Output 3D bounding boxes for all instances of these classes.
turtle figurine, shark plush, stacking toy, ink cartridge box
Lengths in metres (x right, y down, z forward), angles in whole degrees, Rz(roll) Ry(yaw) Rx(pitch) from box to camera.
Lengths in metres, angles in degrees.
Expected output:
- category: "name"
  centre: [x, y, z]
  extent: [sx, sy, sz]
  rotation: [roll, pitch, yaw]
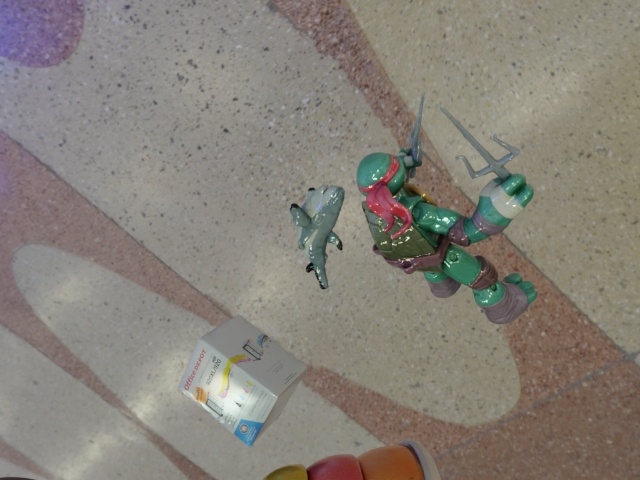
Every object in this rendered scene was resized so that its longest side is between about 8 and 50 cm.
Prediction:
- category: "turtle figurine"
  centre: [0.096, -0.022, 0.435]
  extent: [0.118, 0.175, 0.234]
  rotation: [-39, 126, 2]
- category: "shark plush"
  centre: [0.000, 0.000, 0.695]
  extent: [0.067, 0.073, 0.161]
  rotation: [9, 107, 19]
- category: "stacking toy"
  centre: [-0.025, 0.542, 0.964]
  extent: [0.479, 0.351, 0.351]
  rotation: [11, 123, -6]
- category: "ink cartridge box"
  centre: [-0.189, 0.334, 1.220]
  extent: [0.232, 0.168, 0.171]
  rotation: [33, 112, 14]

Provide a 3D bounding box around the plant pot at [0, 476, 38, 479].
- category: "plant pot"
  centre: [-0.516, 0.542, 0.756]
  extent: [0.263, 0.229, 0.263]
  rotation: [-1, 101, -7]
